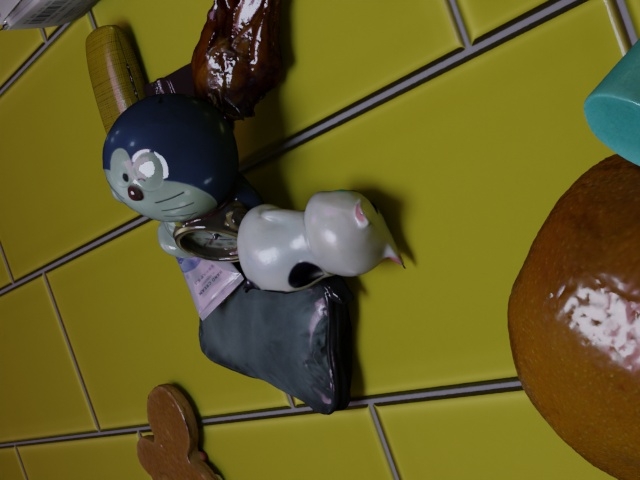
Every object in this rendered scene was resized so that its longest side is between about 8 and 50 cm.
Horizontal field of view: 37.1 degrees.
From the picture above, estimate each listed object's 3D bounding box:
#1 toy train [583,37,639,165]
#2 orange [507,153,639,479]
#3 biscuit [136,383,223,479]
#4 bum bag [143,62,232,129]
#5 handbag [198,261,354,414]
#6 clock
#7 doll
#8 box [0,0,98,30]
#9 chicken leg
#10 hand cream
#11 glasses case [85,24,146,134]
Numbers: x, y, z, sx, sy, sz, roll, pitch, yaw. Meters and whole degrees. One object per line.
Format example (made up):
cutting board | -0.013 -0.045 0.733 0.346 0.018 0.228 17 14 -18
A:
toy train | 0.281 -0.131 0.610 0.159 0.248 0.101 29 161 44
orange | 0.266 0.065 0.688 0.264 0.264 0.264 23 122 43
biscuit | -0.226 0.392 1.572 0.216 0.047 0.339 8 109 46
bum bag | -0.182 -0.180 1.292 0.159 0.026 0.109 -14 96 50
handbag | -0.069 0.103 1.248 0.332 0.075 0.191 16 113 50
clock | -0.164 -0.071 1.140 0.200 0.146 0.243 5 153 17
doll | -0.006 -0.001 1.076 0.181 0.110 0.106 -18 50 25
box | -0.414 -0.479 1.349 0.173 0.145 0.332 -18 91 53
chicken leg | -0.070 -0.277 1.083 0.113 0.093 0.304 32 121 17
hand cream | -0.158 0.025 1.254 0.084 0.053 0.142 -45 53 20
glasses case | -0.280 -0.192 1.374 0.079 0.064 0.234 -12 96 48
